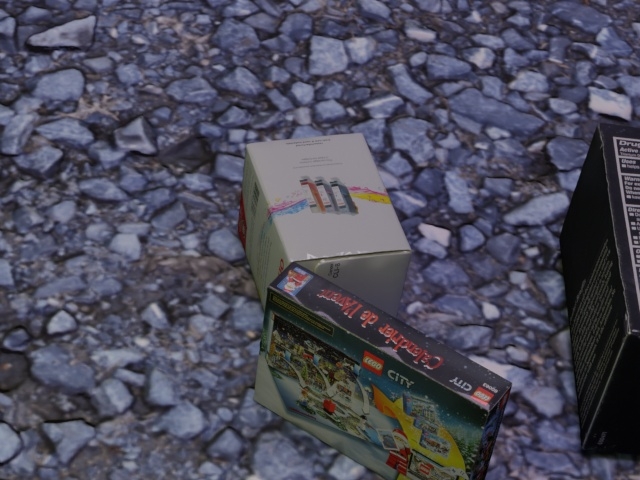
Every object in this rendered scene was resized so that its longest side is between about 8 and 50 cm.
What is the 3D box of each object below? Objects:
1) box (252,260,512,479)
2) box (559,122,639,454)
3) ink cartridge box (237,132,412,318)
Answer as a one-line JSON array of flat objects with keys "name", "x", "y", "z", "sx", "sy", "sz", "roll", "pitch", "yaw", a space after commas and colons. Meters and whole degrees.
[{"name": "box", "x": 0.051, "y": 0.137, "z": 1.539, "sx": 0.233, "sy": 0.159, "sz": 0.044, "roll": 29, "pitch": 47, "yaw": 19}, {"name": "box", "x": 0.405, "y": 0.058, "z": 1.663, "sx": 0.296, "sy": 0.182, "sz": 0.294, "roll": 7, "pitch": 45, "yaw": -4}, {"name": "ink cartridge box", "x": 0.000, "y": 0.000, "z": 1.695, "sx": 0.127, "sy": 0.128, "sz": 0.176, "roll": -5, "pitch": 46, "yaw": -15}]
